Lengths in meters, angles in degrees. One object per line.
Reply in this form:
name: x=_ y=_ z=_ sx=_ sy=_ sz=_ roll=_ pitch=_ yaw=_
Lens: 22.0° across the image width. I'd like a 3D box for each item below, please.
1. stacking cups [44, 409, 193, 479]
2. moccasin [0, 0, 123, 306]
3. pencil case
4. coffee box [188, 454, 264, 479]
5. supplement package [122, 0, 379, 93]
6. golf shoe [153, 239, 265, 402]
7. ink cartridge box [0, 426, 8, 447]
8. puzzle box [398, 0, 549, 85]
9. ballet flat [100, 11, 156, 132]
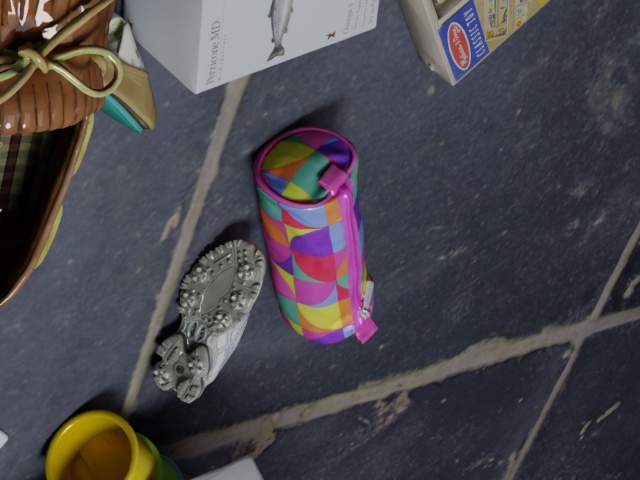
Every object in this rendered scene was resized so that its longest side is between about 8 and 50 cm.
stacking cups: x=-0.158 y=0.257 z=1.640 sx=0.096 sy=0.096 sz=0.316 roll=-46 pitch=150 yaw=-2
moccasin: x=-0.196 y=-0.107 z=1.029 sx=0.139 sy=0.147 sz=0.380 roll=-1 pitch=137 yaw=-31
pencil case: x=0.000 y=0.000 z=1.536 sx=0.104 sy=0.104 sz=0.236 roll=-36 pitch=146 yaw=-17
coffee box: x=-0.149 y=0.470 z=1.552 sx=0.338 sy=0.334 sz=0.338 roll=-22 pitch=151 yaw=-15
supplement package: x=-0.049 y=-0.203 z=1.246 sx=0.179 sy=0.105 sz=0.105 roll=-25 pitch=142 yaw=-31
golf shoe: x=-0.096 y=0.067 z=1.547 sx=0.176 sy=0.069 sz=0.086 roll=-59 pitch=167 yaw=23
ink cartridge box: x=-0.382 y=0.174 z=1.318 sx=0.189 sy=0.066 sz=0.232 roll=-44 pitch=152 yaw=-4
puzzle box: x=0.153 y=-0.339 z=1.387 sx=0.272 sy=0.052 sz=0.409 roll=-42 pitch=148 yaw=-8
ballet flat: x=-0.175 y=-0.147 z=1.189 sx=0.073 sy=0.080 sz=0.232 roll=-59 pitch=148 yaw=-1
